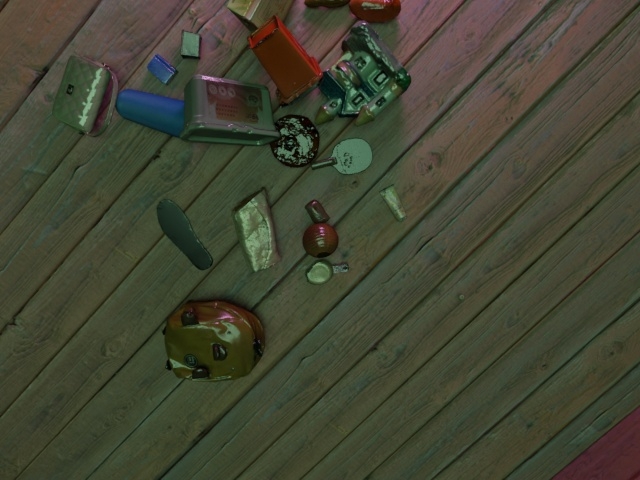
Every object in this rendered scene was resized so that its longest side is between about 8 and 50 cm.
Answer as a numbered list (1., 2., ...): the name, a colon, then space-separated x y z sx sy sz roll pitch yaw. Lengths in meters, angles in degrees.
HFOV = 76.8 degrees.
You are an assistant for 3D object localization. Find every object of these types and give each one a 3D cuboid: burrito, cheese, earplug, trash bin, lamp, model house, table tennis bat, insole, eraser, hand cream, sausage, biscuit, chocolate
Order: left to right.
1. earplug: -0.573 -0.446 1.401 0.272 0.132 0.133 16 101 -1
2. eraser: -0.555 -0.598 1.415 0.084 0.027 0.063 41 99 -9
3. insole: -0.520 -0.019 1.545 0.110 0.012 0.309 -35 101 4
4. burrito: -0.242 -0.038 1.506 0.143 0.105 0.299 -14 101 -9
5. trash bin: -0.127 -0.579 1.321 0.184 0.161 0.238 -32 136 18
6. biscuit: -0.093 -0.361 1.470 0.192 0.049 0.192 -1 102 -6
7. chocolate: -0.012 -0.106 1.535 0.064 0.031 0.101 -31 100 0
8. lamp: 0.000 0.000 1.506 0.136 0.136 0.136 0 102 -2
9. cheese: 0.021 0.113 1.573 0.171 0.047 0.092 -28 104 4
10. table tennis bat: 0.079 -0.304 1.504 0.234 0.022 0.131 -13 103 -1
11. model house: 0.101 -0.513 1.378 0.325 0.194 0.267 -42 100 10
12. sausage: 0.187 -0.791 1.370 0.179 0.089 0.089 -5 102 -3
13. hand cream: 0.285 -0.139 1.537 0.061 0.039 0.143 -30 96 7

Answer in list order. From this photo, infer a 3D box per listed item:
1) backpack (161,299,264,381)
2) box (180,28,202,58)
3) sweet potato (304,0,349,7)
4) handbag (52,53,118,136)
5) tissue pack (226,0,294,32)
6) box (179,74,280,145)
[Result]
1. backpack: -0.404 0.386 1.540 0.377 0.201 0.354 -5 106 2
2. box: -0.444 -0.670 1.391 0.063 0.060 0.085 7 101 -11
3. sweet potato: 0.034 -0.821 1.376 0.182 0.053 0.054 -10 108 0
4. handbag: -0.787 -0.485 1.373 0.219 0.079 0.256 27 100 16
5. tissue pack: -0.173 -0.799 1.309 0.125 0.159 0.234 35 100 16
6. box: -0.303 -0.426 1.343 0.311 0.175 0.183 -5 91 -35
